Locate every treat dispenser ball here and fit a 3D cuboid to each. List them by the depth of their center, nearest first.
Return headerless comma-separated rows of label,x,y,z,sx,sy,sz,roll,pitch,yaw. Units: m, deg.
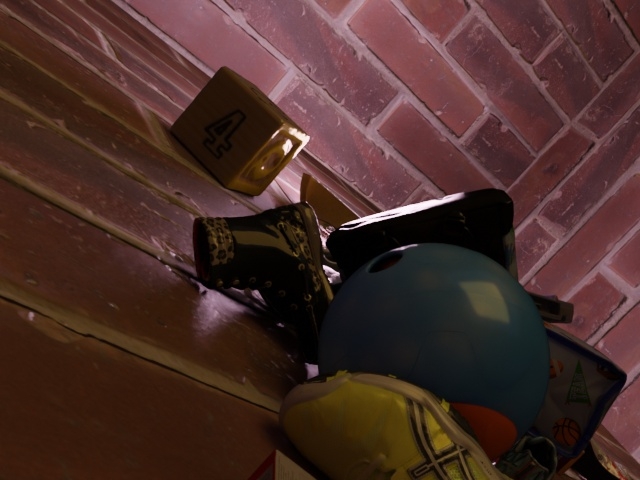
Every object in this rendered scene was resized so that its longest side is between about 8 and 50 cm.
treat dispenser ball,0.140,0.146,0.943,0.288,0.288,0.288,41,10,-8

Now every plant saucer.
plant saucer,0.064,-0.043,2.013,0.333,0.081,0.333,41,3,-8

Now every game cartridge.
game cartridge,0.350,0.124,1.639,0.355,0.068,0.230,16,-9,-33

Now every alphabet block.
alphabet block,-0.177,-0.238,1.672,0.197,0.193,0.192,45,12,14

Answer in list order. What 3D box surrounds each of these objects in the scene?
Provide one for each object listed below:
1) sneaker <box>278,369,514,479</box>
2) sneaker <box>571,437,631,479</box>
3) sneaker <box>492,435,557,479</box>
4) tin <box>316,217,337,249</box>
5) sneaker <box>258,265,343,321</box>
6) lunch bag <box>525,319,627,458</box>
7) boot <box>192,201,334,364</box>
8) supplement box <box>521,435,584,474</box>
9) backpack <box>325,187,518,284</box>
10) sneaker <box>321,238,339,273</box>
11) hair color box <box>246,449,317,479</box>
sneaker,0.119,0.275,0.760,0.384,0.145,0.147,34,29,4
sneaker,0.695,0.563,1.919,0.270,0.090,0.145,50,11,22
sneaker,0.345,0.379,1.221,0.104,0.125,0.262,46,10,18
tin,0.000,0.000,1.691,0.106,0.040,0.189,40,21,6
sneaker,-0.030,0.077,1.217,0.108,0.100,0.271,21,0,31
lunch bag,0.401,0.263,1.538,0.385,0.239,0.328,32,0,23
boot,-0.077,0.067,1.034,0.178,0.085,0.236,-6,82,-32
supplement box,0.514,0.441,1.752,0.188,0.081,0.104,43,10,6
backpack,0.191,0.114,1.194,0.273,0.290,0.356,-48,123,-76
sneaker,0.032,0.061,1.491,0.192,0.086,0.064,36,11,-31
hair color box,0.009,0.262,0.627,0.167,0.053,0.093,39,9,-10
